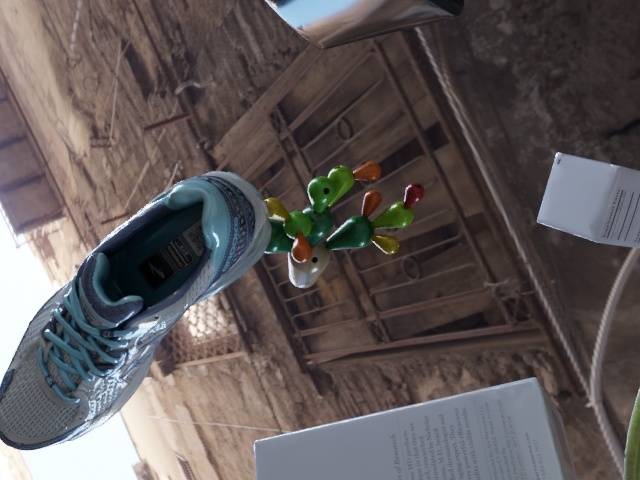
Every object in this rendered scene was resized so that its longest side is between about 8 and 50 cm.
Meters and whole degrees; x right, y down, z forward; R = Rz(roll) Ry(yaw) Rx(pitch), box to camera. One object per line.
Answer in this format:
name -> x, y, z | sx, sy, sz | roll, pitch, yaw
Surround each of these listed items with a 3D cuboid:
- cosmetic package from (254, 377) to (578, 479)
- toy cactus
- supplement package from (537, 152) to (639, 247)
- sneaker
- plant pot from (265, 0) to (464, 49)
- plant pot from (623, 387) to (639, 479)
cosmetic package -> 0.149, 0.363, 1.071 | 0.230, 0.452, 0.162 | 44, -146, -53
toy cactus -> 0.000, 0.000, 0.772 | 0.218, 0.181, 0.112 | -14, -121, -20
supplement package -> 0.538, -0.067, 1.258 | 0.243, 0.139, 0.134 | 6, -77, -33
sneaker -> -0.163, 0.050, 0.525 | 0.110, 0.122, 0.283 | 43, -87, 6
plant pot -> 0.021, -0.316, 0.684 | 0.167, 0.188, 0.188 | 0, -91, -54
plant pot -> 0.465, 0.218, 0.629 | 0.276, 0.253, 0.276 | -6, -80, -38
